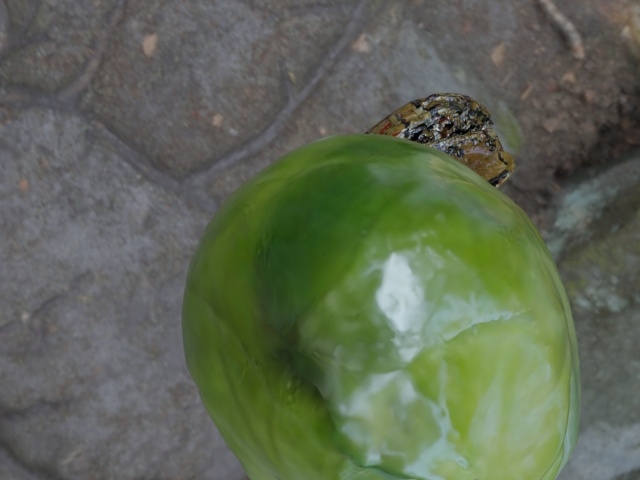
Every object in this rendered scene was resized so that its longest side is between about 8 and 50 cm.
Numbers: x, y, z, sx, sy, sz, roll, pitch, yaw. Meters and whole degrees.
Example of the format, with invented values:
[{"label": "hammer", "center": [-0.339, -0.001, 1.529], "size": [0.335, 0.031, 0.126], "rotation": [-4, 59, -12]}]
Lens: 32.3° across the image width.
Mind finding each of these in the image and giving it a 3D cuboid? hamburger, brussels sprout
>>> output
[{"label": "hamburger", "center": [0.111, -0.081, 1.288], "size": [0.231, 0.107, 0.231], "rotation": [-22, 162, -7]}, {"label": "brussels sprout", "center": [0.053, 0.080, 0.859], "size": [0.268, 0.344, 0.344], "rotation": [-38, 143, -38]}]
